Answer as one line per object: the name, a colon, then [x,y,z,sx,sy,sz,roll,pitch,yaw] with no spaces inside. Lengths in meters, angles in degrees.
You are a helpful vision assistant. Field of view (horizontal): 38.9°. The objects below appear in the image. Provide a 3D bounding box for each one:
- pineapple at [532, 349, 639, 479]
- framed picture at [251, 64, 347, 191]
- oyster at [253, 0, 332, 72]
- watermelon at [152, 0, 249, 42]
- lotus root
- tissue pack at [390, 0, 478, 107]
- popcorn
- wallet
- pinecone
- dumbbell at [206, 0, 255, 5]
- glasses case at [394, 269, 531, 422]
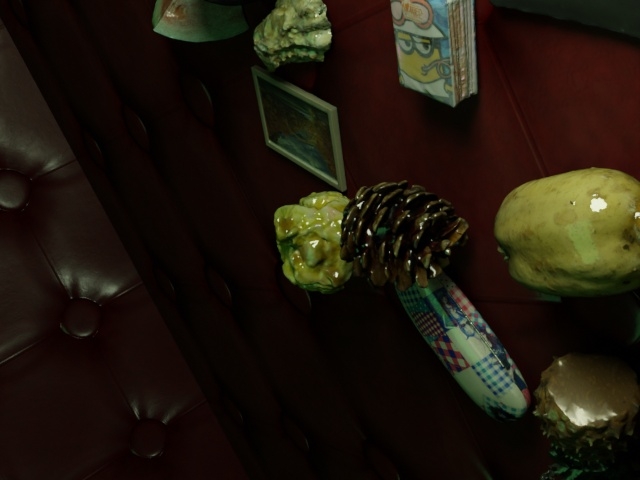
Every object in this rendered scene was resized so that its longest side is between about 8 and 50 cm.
pineapple: [0.404,0.311,1.353,0.165,0.165,0.364,37,156,39]
framed picture: [-0.042,-0.214,1.715,0.250,0.016,0.184,36,147,41]
oyster: [-0.054,-0.349,1.522,0.209,0.072,0.133,11,130,56]
watermelon: [-0.218,-0.478,1.718,0.202,0.136,0.207,-36,52,29]
lotus root: [0.322,-0.007,1.121,0.160,0.146,0.284,47,156,-18]
tissue pack: [0.153,-0.271,1.229,0.115,0.065,0.155,32,145,43]
popcorn: [-0.001,-0.001,1.675,0.167,0.187,0.185,25,148,40]
wallet: [0.284,-0.303,0.991,0.285,0.030,0.146,30,140,45]
pinecone: [0.133,-0.008,1.444,0.205,0.184,0.179,8,119,29]
dumbbell: [-0.125,-0.506,1.345,0.185,0.185,0.388,53,156,13]
glasses case: [0.240,0.168,1.552,0.327,0.076,0.125,54,153,9]
